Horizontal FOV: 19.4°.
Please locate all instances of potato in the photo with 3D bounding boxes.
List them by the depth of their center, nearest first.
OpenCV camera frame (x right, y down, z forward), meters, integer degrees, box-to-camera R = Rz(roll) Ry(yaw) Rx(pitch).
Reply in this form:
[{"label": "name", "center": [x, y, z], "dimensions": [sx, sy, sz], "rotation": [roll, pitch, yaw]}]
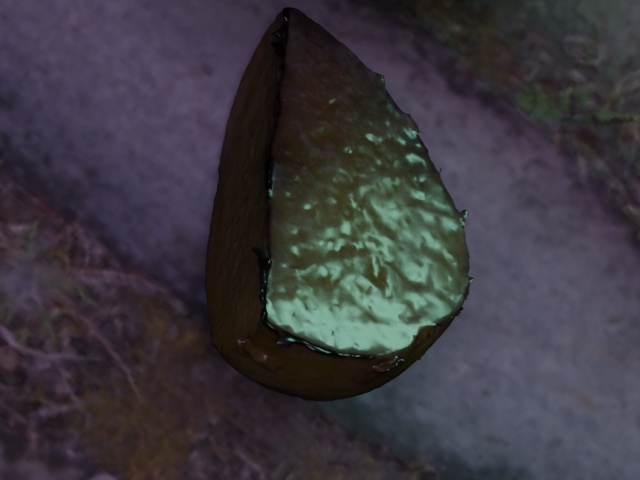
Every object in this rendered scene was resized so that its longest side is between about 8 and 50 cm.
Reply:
[{"label": "potato", "center": [0.000, 0.000, 0.798], "dimensions": [0.100, 0.089, 0.172], "rotation": [15, 51, -21]}]
